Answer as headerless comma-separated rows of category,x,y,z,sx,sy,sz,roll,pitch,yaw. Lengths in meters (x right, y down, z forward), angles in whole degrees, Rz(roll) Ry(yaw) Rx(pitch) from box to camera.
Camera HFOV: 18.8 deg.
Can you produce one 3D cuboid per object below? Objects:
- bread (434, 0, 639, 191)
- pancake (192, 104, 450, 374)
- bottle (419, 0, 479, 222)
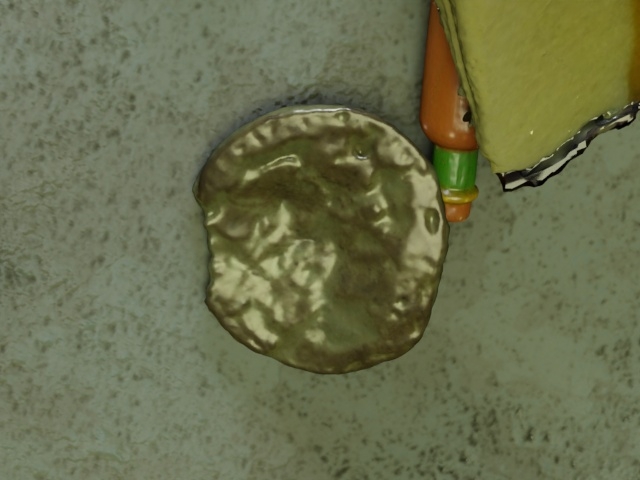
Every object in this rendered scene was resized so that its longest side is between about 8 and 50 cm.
bread,0.208,-0.309,1.476,0.346,0.242,0.405,-24,133,-4
pancake,0.000,0.000,1.584,0.222,0.042,0.236,-22,107,12
bottle,0.113,-0.106,1.562,0.069,0.069,0.187,2,112,-10
